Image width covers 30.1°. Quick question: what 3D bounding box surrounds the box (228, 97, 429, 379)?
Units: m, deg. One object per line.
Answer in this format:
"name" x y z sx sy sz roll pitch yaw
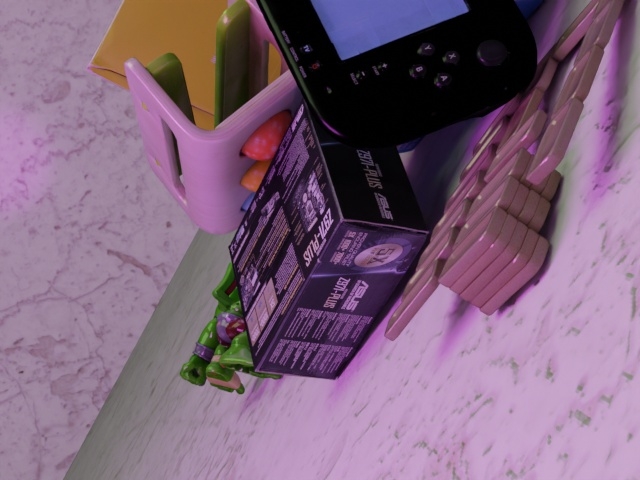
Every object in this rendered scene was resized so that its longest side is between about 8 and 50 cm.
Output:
"box" 0.000 0.000 0.976 0.180 0.077 0.147 -61 31 37

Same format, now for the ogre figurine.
"ogre figurine" -0.077 0.091 1.262 0.197 0.097 0.118 129 160 -65

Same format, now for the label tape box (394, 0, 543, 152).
"label tape box" 0.094 -0.204 1.089 0.249 0.115 0.348 131 144 -53

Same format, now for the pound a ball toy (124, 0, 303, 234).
"pound a ball toy" -0.049 -0.132 1.079 0.208 0.136 0.319 -39 -10 -13

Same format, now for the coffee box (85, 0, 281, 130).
"coffee box" -0.056 -0.287 1.488 0.338 0.338 0.334 -61 10 7

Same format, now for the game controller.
"game controller" 0.028 -0.208 0.885 0.067 0.166 0.319 96 153 -60

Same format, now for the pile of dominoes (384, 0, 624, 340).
"pile of dominoes" 0.138 -0.052 0.781 0.196 0.040 0.251 -52 5 47
